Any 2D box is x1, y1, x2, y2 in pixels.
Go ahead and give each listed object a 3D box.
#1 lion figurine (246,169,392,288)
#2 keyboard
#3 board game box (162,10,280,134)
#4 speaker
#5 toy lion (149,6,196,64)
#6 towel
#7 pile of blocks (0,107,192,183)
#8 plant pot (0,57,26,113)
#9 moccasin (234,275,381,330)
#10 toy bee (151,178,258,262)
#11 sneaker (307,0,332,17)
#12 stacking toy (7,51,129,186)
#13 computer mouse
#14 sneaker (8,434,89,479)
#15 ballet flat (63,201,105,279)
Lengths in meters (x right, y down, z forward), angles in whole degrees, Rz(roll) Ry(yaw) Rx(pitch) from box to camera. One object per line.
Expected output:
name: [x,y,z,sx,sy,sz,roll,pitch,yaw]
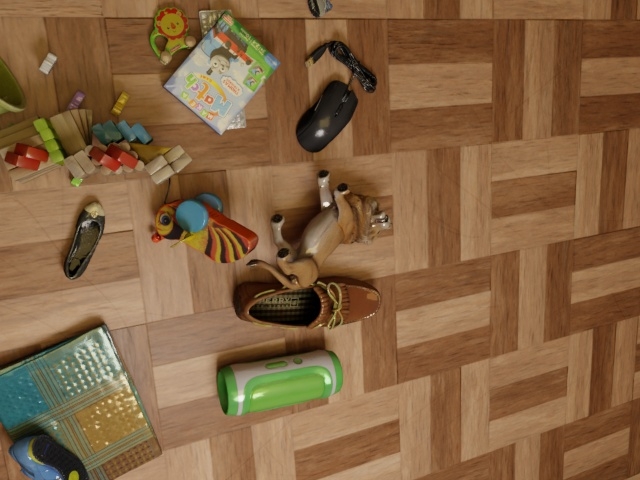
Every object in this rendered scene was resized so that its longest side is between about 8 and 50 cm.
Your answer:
lion figurine: [0.000,0.000,1.341,0.392,0.142,0.240,-41,142,-21]
keyboard: [-0.218,-0.379,1.271,0.072,0.014,0.255,-12,105,-22]
board game box: [-0.215,-0.364,1.248,0.160,0.039,0.211,39,88,-23]
speaker: [-0.099,0.351,1.417,0.297,0.131,0.131,-5,103,-24]
toy lion: [-0.319,-0.438,1.205,0.100,0.034,0.096,-38,107,-12]
towel: [-0.543,0.395,1.274,0.272,0.040,0.370,-23,111,-18]
pile of blocks: [-0.430,-0.181,1.081,0.363,0.113,0.148,0,95,-13]
plant pot: [-0.702,-0.264,0.956,0.254,0.276,0.276,-36,114,-2]
moccasin: [-0.016,0.155,1.400,0.380,0.147,0.139,8,97,-26]
toy bee: [-0.287,-0.039,1.250,0.162,0.298,0.195,-51,157,23]
sneaker: [-0.008,-0.588,1.308,0.058,0.052,0.135,-30,119,-27]
stacking toy: [-0.513,-0.242,1.144,0.167,0.052,0.221,30,89,-26]
computer mouse: [0.019,-0.349,1.358,0.262,0.060,0.184,-50,116,-8]
sneaker: [-0.585,0.495,1.230,0.082,0.069,0.209,-18,124,15]
ballet flat: [-0.496,0.003,1.204,0.058,0.049,0.173,18,93,-27]
